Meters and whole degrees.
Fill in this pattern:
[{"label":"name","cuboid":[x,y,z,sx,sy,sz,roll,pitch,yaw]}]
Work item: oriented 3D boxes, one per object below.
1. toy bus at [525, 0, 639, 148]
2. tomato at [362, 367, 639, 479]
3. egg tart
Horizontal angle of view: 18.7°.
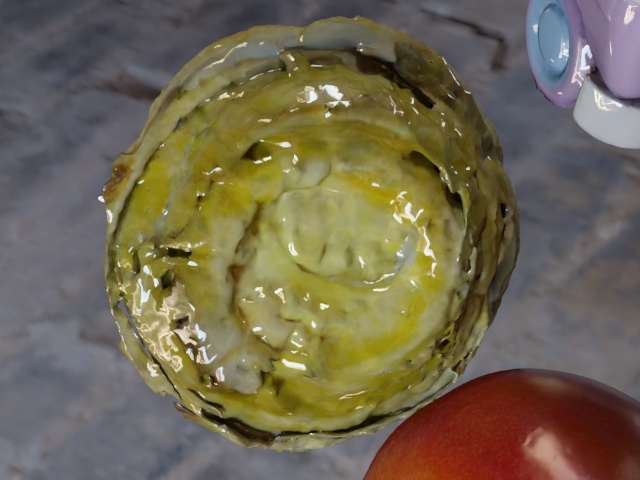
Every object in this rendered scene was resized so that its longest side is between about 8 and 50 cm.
[{"label":"toy bus","cuboid":[0.135,-0.147,0.708,0.142,0.202,0.142,-8,143,-16]},{"label":"tomato","cuboid":[0.094,0.150,0.833,0.136,0.195,0.195,1,108,-41]},{"label":"egg tart","cuboid":[0.000,0.000,1.196,0.279,0.095,0.279,-1,96,-12]}]
